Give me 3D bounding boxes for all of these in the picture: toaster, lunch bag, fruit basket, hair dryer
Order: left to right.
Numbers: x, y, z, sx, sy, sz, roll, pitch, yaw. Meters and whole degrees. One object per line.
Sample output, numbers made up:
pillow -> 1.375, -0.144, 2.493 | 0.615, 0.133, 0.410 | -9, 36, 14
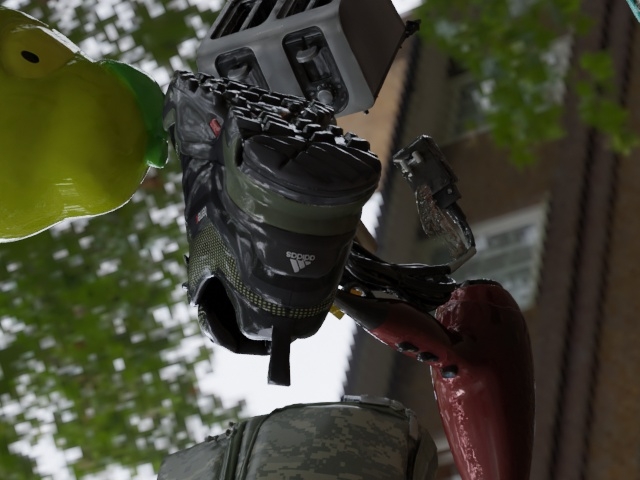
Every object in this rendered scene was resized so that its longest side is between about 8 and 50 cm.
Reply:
fruit basket -> -0.312, -0.101, 1.397 | 0.283, 0.392, 0.392 | 60, -143, -16
lunch bag -> -0.017, 0.292, 1.770 | 0.212, 0.256, 0.305 | 62, -163, -21
toaster -> -0.012, -0.194, 1.870 | 0.110, 0.168, 0.185 | 64, -151, -26
hair dryer -> 0.077, 0.079, 1.399 | 0.223, 0.080, 0.293 | -35, -83, -52

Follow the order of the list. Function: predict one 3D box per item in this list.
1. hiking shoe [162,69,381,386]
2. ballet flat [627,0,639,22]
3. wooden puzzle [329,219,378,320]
hiking shoe -> -0.037, -0.010, 0.857 | 0.086, 0.227, 0.114 | 13, -80, -11
ballet flat -> 0.253, -0.128, 1.178 | 0.241, 0.077, 0.091 | 52, -146, -37
wooden puzzle -> 0.000, 0.000, 1.493 | 0.116, 0.078, 0.014 | 49, -163, 2
